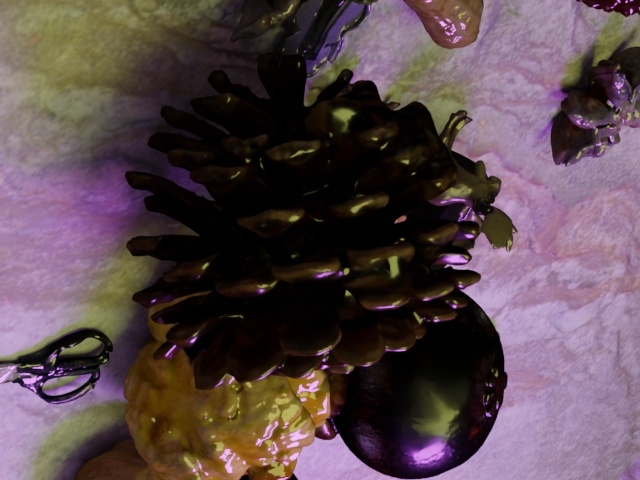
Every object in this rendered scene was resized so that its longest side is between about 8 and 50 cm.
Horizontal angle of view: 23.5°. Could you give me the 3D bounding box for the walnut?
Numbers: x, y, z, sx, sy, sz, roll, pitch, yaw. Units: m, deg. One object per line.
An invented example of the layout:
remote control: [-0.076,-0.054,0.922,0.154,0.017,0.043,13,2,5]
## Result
walnut: [-0.245,0.366,2.076,0.213,0.213,0.213,-32,148,-23]

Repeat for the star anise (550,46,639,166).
star anise: [0.442,-0.205,2.327,0.236,0.093,0.229,8,122,-53]

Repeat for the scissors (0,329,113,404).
scissors: [-0.369,0.158,1.821,0.300,0.022,0.109,-2,125,-51]

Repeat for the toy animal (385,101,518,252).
toy animal: [0.160,-0.077,2.012,0.094,0.214,0.186,22,77,-80]

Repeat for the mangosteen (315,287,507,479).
mangosteen: [0.117,0.204,2.228,0.313,0.297,0.297,-22,169,40]

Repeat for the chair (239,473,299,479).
chair: [-0.126,0.325,2.198,0.154,0.141,0.260,-23,153,-36]

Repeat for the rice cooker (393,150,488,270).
rice cooker: [0.146,-0.034,2.130,0.203,0.118,0.142,-55,157,12]

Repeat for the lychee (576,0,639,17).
lychee: [0.400,-0.407,1.837,0.306,0.306,0.330,-31,120,-23]

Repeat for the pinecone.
pinecone: [-0.036,-0.023,1.678,0.397,0.398,0.398,-32,148,-23]

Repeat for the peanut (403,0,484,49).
peanut: [0.137,-0.301,1.829,0.099,0.099,0.214,-50,145,7]

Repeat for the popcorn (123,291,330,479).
popcorn: [-0.120,0.178,1.931,0.225,0.265,0.332,-54,148,-55]

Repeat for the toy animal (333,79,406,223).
toy animal: [0.035,-0.077,1.960,0.114,0.116,0.255,-30,151,-18]

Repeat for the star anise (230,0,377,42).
star anise: [-0.020,-0.300,1.634,0.208,0.063,0.172,-18,130,-20]

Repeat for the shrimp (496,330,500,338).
shrimp: [0.204,0.236,2.613,0.317,0.062,0.164,-25,141,-40]

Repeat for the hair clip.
hair clip: [0.019,-0.259,1.768,0.124,0.052,0.195,-2,135,-43]
